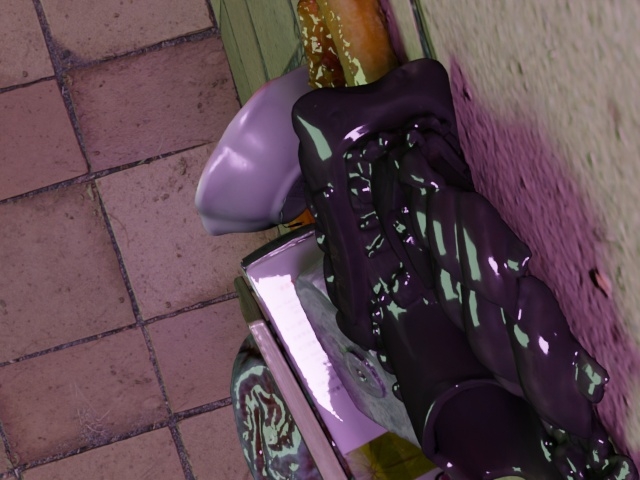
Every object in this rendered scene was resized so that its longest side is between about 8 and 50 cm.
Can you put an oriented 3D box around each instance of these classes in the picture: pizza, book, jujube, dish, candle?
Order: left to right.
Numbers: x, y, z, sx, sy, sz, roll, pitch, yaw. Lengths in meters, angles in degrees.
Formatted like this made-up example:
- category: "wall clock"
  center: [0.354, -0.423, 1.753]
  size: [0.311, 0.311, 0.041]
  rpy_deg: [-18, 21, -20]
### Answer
- category: "dish"
  center: [-0.037, -0.080, 0.883]
  size: [0.081, 0.229, 0.229]
  rpy_deg: [37, 161, 16]
- category: "book"
  center: [-0.017, 0.179, 0.810]
  size: [0.282, 0.025, 0.215]
  rpy_deg: [65, 174, -13]
- category: "jujube"
  center: [-0.011, 0.255, 1.212]
  size: [0.247, 0.215, 0.307]
  rpy_deg: [7, 106, 43]
- category: "pizza"
  center: [0.028, -0.107, 0.657]
  size: [0.197, 0.058, 0.292]
  rpy_deg: [-126, 20, -72]
- category: "candle"
  center: [0.057, 0.097, 0.677]
  size: [0.192, 0.068, 0.168]
  rpy_deg: [48, 162, 25]

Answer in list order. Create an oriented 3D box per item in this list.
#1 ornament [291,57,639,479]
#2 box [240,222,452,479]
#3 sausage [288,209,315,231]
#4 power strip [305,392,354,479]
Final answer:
- category: "ornament"
  center: [0.088, 0.051, 0.445]
  size: [0.260, 0.106, 0.251]
  rpy_deg: [-123, 14, -51]
- category: "box"
  center: [0.028, 0.131, 0.854]
  size: [0.299, 0.106, 0.200]
  rpy_deg: [62, 176, -4]
- category: "sausage"
  center: [0.000, 0.000, 1.134]
  size: [0.234, 0.071, 0.071]
  rpy_deg: [-113, 9, -46]
- category: "power strip"
  center: [0.055, 0.261, 1.054]
  size: [0.044, 0.137, 0.215]
  rpy_deg: [-106, 6, -76]
